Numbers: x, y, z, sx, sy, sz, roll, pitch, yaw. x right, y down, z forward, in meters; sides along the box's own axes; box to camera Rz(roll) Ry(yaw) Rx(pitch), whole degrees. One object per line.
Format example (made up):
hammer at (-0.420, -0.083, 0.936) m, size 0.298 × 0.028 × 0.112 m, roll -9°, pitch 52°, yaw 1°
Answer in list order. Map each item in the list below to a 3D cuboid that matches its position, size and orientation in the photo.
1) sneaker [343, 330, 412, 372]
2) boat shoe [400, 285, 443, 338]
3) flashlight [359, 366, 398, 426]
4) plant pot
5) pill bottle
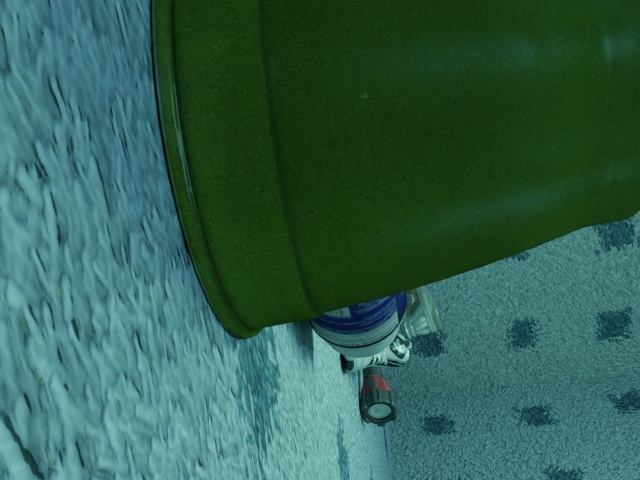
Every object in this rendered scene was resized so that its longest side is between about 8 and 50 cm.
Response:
sneaker at (0.129, 0.242, 1.562) m, size 0.235 × 0.153 × 0.094 m, roll 58°, pitch 24°, yaw -77°
boat shoe at (0.216, 0.132, 1.744) m, size 0.320 × 0.103 × 0.118 m, roll -108°, pitch 175°, yaw -60°
flashlight at (0.154, 0.369, 1.934) m, size 0.304 × 0.103 × 0.103 m, roll -89°, pitch -164°, yaw -58°
plant pot at (0.084, -0.117, 0.617) m, size 0.366 × 0.352 × 0.367 m, roll -7°, pitch 90°, yaw -84°
pill bottle at (0.043, 0.062, 0.970) m, size 0.265 × 0.153 × 0.153 m, roll 74°, pitch 11°, yaw -60°
